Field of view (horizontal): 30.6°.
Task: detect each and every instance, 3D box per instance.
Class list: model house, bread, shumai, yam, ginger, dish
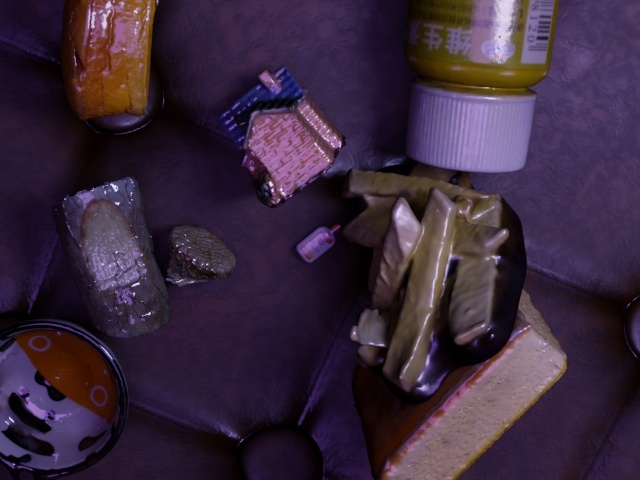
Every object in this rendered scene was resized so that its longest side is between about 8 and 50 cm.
[{"bbox_3d":[-0.072,-0.166,1.806,0.166,0.183,0.172,-34,104,8],"label":"model house"},{"bbox_3d":[0.202,0.205,1.823,0.143,0.323,0.333,39,101,-18],"label":"bread"},{"bbox_3d":[-0.209,0.039,1.917,0.124,0.099,0.087,34,119,-5],"label":"shumai"},{"bbox_3d":[-0.336,0.023,1.882,0.154,0.154,0.254,-14,107,5],"label":"yam"},{"bbox_3d":[0.119,0.041,1.767,0.211,0.413,0.358,37,115,-21],"label":"ginger"},{"bbox_3d":[-0.451,0.250,1.955,0.303,0.120,0.303,0,105,1],"label":"dish"},{"bbox_3d":[-0.320,-0.313,1.770,0.143,0.195,0.269,3,108,-10],"label":"bread"}]

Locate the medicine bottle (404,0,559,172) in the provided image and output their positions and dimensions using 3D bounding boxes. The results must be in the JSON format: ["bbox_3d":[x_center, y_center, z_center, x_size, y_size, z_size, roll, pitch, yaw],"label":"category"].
[{"bbox_3d":[0.238,-0.307,1.743,0.224,0.224,0.384,5,105,0],"label":"medicine bottle"}]

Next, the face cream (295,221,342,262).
[{"bbox_3d":[0.000,0.000,1.932,0.083,0.021,0.040,-39,102,10],"label":"face cream"}]
